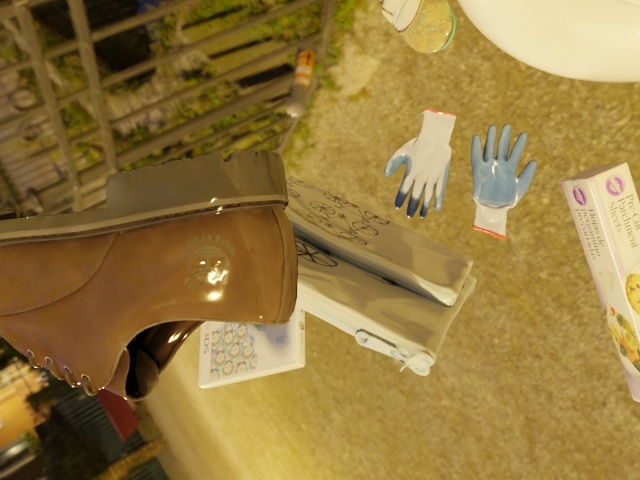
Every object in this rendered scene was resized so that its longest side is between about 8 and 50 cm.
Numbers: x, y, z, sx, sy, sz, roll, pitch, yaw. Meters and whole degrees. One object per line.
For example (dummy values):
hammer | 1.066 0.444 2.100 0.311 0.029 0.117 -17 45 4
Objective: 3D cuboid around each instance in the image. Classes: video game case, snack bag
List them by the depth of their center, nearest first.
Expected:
snack bag | 0.000 0.000 0.837 0.323 0.342 0.037 27 107 11
video game case | -0.082 0.091 0.950 0.157 0.019 0.143 -18 61 34

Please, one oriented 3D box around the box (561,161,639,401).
box | 0.404 0.060 1.054 0.063 0.067 0.324 -172 62 -75

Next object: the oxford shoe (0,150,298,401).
oxford shoe | -0.118 0.031 0.365 0.083 0.227 0.096 -1 -101 -71

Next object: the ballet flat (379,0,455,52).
ballet flat | 0.167 -0.480 1.611 0.349 0.123 0.123 -103 1 -51

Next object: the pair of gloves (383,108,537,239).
pair of gloves | 0.187 -0.093 1.083 0.198 0.159 0.023 15 169 -1

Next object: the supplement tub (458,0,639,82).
supplement tub | 0.143 -0.263 0.362 0.235 0.235 0.325 109 156 -63
